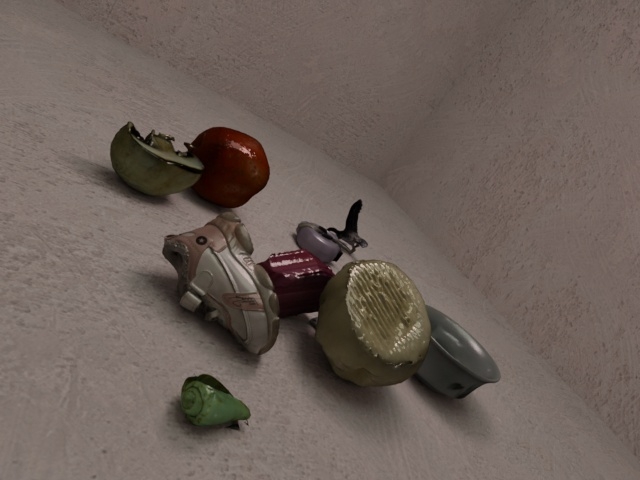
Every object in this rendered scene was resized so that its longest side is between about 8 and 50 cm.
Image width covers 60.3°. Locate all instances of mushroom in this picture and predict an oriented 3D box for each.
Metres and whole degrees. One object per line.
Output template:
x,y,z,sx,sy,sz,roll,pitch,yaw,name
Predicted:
-0.484,-0.211,1.618,0.190,0.164,0.267,48,17,22,mushroom

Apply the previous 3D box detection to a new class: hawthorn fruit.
-0.331,-0.258,1.871,0.299,0.275,0.275,28,19,-32,hawthorn fruit

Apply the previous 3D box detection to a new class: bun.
0.127,0.227,1.471,0.359,0.211,0.360,21,51,-28,bun

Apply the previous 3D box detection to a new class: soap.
-0.083,0.121,1.490,0.289,0.182,0.112,-6,44,-44,soap

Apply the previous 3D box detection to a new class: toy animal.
0.101,-0.013,2.357,0.160,0.197,0.273,49,58,-16,toy animal

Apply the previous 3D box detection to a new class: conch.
-0.195,0.294,1.012,0.170,0.079,0.106,40,14,-51,conch

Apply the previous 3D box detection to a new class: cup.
0.393,0.379,1.784,0.347,0.163,0.347,32,17,-11,cup

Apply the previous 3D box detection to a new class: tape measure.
0.003,0.003,2.111,0.196,0.105,0.178,27,20,-33,tape measure

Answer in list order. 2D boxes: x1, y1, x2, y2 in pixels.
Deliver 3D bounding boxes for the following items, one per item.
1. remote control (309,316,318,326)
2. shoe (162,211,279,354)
0.043,0.285,1.581,0.184,0.027,0.050,38,19,21,remote control
-0.234,0.116,1.279,0.198,0.172,0.351,-17,68,-25,shoe
